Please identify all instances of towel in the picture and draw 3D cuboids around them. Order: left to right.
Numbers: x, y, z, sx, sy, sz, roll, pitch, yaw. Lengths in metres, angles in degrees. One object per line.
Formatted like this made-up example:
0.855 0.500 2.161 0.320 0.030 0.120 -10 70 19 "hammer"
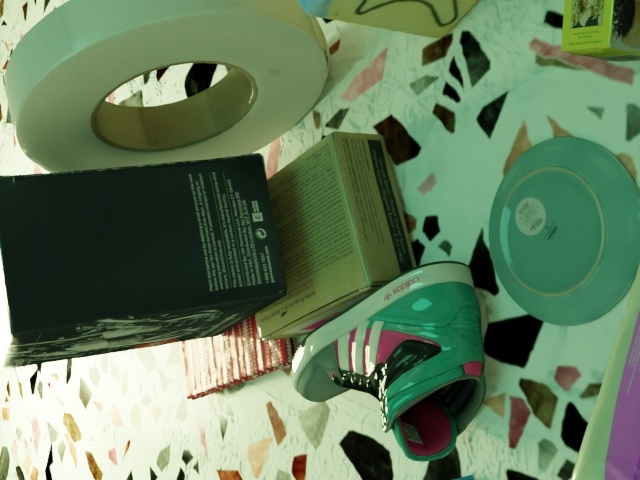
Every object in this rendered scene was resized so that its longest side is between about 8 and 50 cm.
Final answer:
-0.131 0.114 1.383 0.275 0.031 0.199 -26 68 46 "towel"

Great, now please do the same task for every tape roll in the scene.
-0.183 -0.189 1.162 0.392 0.392 0.072 -39 62 44 "tape roll"

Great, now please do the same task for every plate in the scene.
0.232 -0.009 0.933 0.188 0.024 0.188 3 93 51 "plate"

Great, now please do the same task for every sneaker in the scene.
0.079 0.167 1.056 0.295 0.124 0.178 -41 50 42 "sneaker"

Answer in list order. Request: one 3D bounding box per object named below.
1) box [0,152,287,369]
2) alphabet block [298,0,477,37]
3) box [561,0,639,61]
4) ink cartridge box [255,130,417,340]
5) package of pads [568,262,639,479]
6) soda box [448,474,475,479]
-0.250 0.037 1.188 0.343 0.312 0.179 145 117 -66 "box"
0.079 -0.349 0.984 0.192 0.197 0.193 -41 60 43 "alphabet block"
0.269 -0.281 0.837 0.058 0.087 0.232 8 97 53 "box"
0.000 0.000 1.171 0.234 0.088 0.193 -30 68 48 "ink cartridge box"
0.350 0.115 0.674 0.296 0.101 0.229 9 73 50 "package of pads"
0.150 0.363 0.998 0.067 0.071 0.210 -37 62 46 "soda box"
